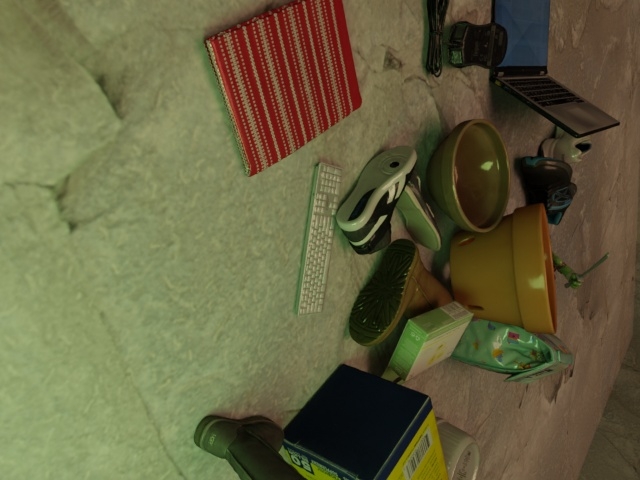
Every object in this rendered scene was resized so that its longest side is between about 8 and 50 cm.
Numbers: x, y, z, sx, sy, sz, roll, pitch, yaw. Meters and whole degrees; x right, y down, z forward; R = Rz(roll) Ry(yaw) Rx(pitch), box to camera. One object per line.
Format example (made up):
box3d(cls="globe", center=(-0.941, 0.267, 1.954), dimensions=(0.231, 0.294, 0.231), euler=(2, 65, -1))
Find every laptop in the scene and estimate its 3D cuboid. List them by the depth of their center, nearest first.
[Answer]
box3d(cls="laptop", center=(0.621, -0.488, 1.341), dimensions=(0.381, 0.408, 0.236), euler=(-20, 147, -45))

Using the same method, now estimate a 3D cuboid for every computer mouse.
box3d(cls="computer mouse", center=(0.303, -0.453, 1.107), dimensions=(0.261, 0.060, 0.184), euler=(-20, 117, -33))

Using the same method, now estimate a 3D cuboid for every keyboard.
box3d(cls="keyboard", center=(0.000, 0.000, 0.882), dimensions=(0.072, 0.014, 0.256), euler=(5, 94, -50))

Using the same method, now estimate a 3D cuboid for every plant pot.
box3d(cls="plant pot", center=(0.305, -0.134, 1.122), dimensions=(0.237, 0.109, 0.238), euler=(0, 90, -43))
box3d(cls="plant pot", center=(0.422, 0.069, 1.206), dimensions=(0.290, 0.203, 0.291), euler=(18, 69, -61))

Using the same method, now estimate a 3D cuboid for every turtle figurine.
box3d(cls="turtle figurine", center=(0.639, 0.118, 1.521), dimensions=(0.197, 0.275, 0.267), euler=(-2, 106, -15))

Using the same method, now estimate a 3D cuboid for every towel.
box3d(cls="towel", center=(-0.039, -0.241, 0.772), dimensions=(0.275, 0.031, 0.199), euler=(-40, 128, -35))

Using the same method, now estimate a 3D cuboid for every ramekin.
box3d(cls="ramekin", center=(0.309, 0.558, 1.292), dimensions=(0.207, 0.109, 0.207), euler=(-13, 107, -47))

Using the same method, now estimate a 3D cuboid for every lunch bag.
box3d(cls="lunch bag", center=(0.482, 0.272, 1.313), dimensions=(0.223, 0.262, 0.160), euler=(22, 81, -50))

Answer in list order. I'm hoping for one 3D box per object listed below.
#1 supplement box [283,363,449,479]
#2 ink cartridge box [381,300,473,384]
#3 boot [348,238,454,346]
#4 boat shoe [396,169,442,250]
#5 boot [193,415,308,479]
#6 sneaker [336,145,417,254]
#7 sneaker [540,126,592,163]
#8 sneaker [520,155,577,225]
box3d(cls="supplement box", center=(0.102, 0.442, 0.956), dimensions=(0.195, 0.194, 0.357), euler=(-42, 127, -36))
box3d(cls="ink cartridge box", center=(0.202, 0.243, 1.066), dimensions=(0.171, 0.056, 0.235), euler=(-11, 129, -44))
box3d(cls="boot", center=(0.184, 0.153, 1.076), dimensions=(0.236, 0.089, 0.269), euler=(-58, 140, -15))
box3d(cls="boat shoe", center=(0.208, -0.061, 1.066), dimensions=(0.065, 0.075, 0.206), euler=(-54, 129, -23))
box3d(cls="boot", center=(-0.059, 0.320, 0.731), dimensions=(0.189, 0.208, 0.076), euler=(23, 81, -49))
box3d(cls="sneaker", center=(0.113, -0.067, 0.961), dimensions=(0.217, 0.079, 0.121), euler=(-50, 138, -23))
box3d(cls="sneaker", center=(0.811, -0.317, 1.673), dimensions=(0.297, 0.129, 0.111), euler=(-48, 129, -33))
box3d(cls="sneaker", center=(0.686, -0.149, 1.568), dimensions=(0.340, 0.125, 0.140), euler=(25, 84, -47))
